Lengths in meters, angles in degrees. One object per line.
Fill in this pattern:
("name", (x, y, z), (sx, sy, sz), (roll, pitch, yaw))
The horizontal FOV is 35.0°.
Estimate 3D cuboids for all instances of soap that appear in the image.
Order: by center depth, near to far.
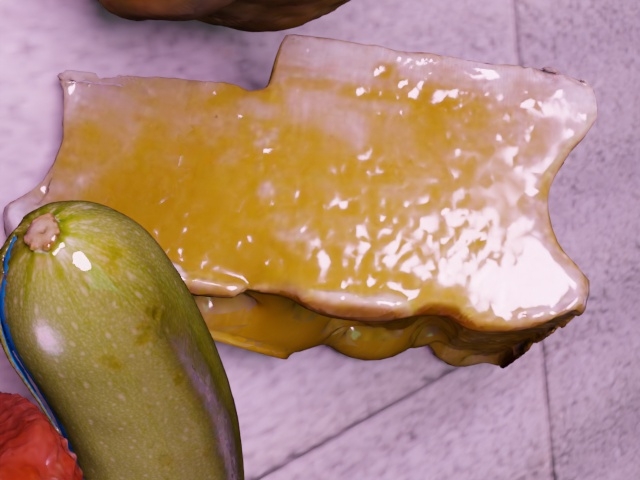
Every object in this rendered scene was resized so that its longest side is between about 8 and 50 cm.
("soap", (0.000, 0.000, 0.676), (0.338, 0.304, 0.169), (73, 25, -78))

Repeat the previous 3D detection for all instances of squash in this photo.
("squash", (-0.087, 0.102, 0.533), (0.094, 0.094, 0.341), (-46, 145, -32))

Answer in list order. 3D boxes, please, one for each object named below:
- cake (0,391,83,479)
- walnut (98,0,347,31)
("cake", (-0.200, 0.165, 0.365), (0.283, 0.177, 0.151), (-28, 117, -8))
("walnut", (-0.025, -0.217, 0.463), (0.227, 0.283, 0.283), (34, 70, -27))
